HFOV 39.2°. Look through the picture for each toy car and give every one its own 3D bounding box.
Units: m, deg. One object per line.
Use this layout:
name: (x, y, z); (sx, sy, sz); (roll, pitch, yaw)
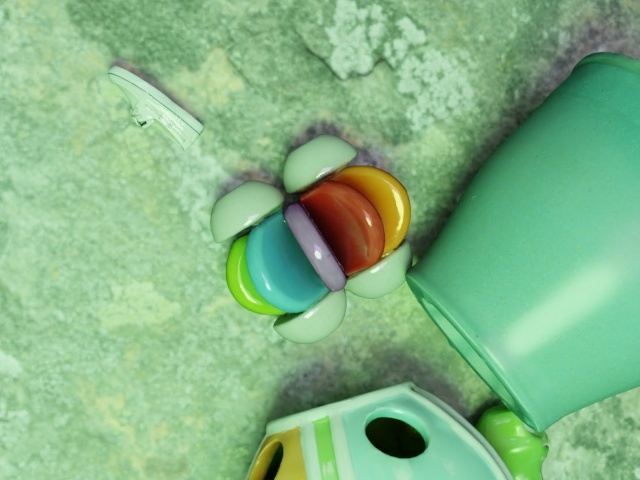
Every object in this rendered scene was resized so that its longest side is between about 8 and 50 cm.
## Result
toy car: (0.000, 0.000, 0.801); (0.182, 0.136, 0.159); (-33, 98, -9)

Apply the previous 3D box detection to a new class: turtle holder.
turtle holder: (0.080, 0.238, 0.773); (0.320, 0.243, 0.228); (-16, 79, -7)

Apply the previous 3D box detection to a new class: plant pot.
plant pot: (0.227, 0.022, 0.793); (0.255, 0.271, 0.272); (-40, 98, -2)

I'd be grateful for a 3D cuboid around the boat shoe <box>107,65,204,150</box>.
boat shoe: (-0.156, -0.118, 0.820); (0.100, 0.035, 0.035); (37, 81, -17)
